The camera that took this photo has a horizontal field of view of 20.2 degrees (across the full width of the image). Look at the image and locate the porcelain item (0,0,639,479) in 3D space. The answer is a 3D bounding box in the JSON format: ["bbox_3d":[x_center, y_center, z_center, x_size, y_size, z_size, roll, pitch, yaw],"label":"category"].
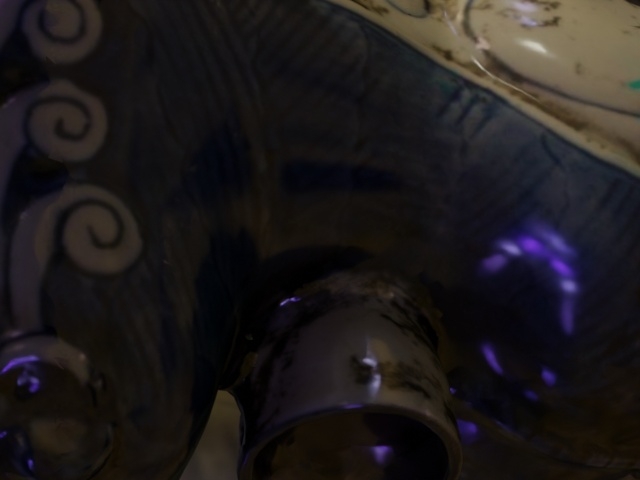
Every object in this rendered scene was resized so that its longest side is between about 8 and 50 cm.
[{"bbox_3d":[0.000,0.000,0.454,0.138,0.288,0.186,-49,35,45],"label":"porcelain item"}]
